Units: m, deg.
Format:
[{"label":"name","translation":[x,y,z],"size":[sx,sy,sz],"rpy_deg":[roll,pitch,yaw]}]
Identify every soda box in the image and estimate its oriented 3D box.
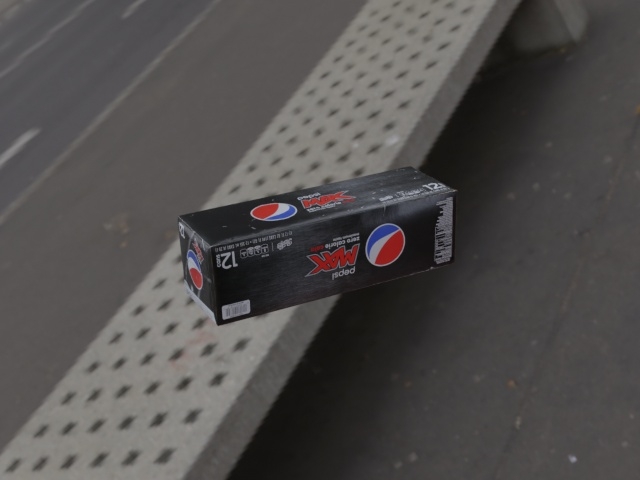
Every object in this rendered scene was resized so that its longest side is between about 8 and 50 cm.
[{"label":"soda box","translation":[0.000,0.000,0.663],"size":[0.168,0.053,0.060],"rpy_deg":[-13,25,-23]}]
